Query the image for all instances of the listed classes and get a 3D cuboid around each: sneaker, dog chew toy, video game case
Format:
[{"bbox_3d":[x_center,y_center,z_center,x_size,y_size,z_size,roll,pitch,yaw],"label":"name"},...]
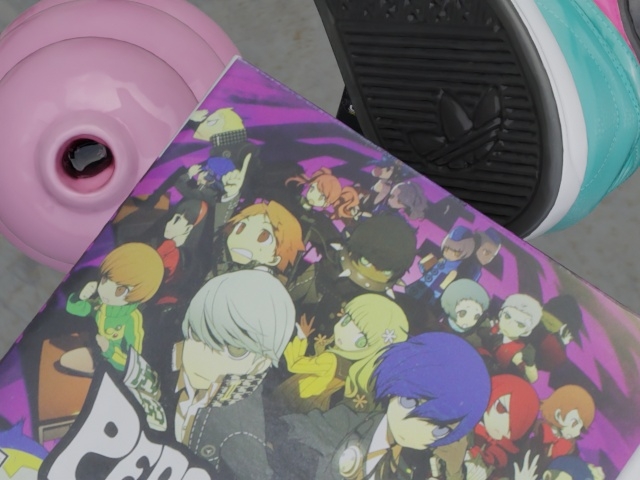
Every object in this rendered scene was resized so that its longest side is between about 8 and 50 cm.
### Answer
[{"bbox_3d":[0.080,-0.146,0.541,0.178,0.124,0.295,-9,81,-51],"label":"sneaker"},{"bbox_3d":[-0.138,-0.067,0.790,0.207,0.332,0.206,-1,100,-5],"label":"dog chew toy"},{"bbox_3d":[0.000,0.079,0.420,0.232,0.042,0.210,35,83,17],"label":"video game case"}]

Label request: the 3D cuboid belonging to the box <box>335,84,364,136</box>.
[{"bbox_3d":[0.046,-0.108,0.807,0.052,0.083,0.062,23,67,3],"label":"box"}]
